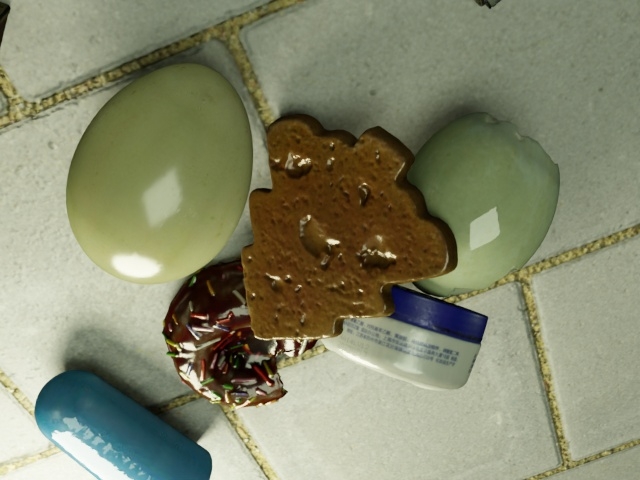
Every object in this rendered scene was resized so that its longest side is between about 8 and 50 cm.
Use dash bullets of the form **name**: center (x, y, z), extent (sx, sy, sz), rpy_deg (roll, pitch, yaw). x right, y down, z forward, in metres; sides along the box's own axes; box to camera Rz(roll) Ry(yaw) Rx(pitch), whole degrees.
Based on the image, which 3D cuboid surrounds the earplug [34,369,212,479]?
- **earplug**: center (-0.295, 0.290, 1.004), extent (0.132, 0.132, 0.273), rpy_deg (-34, 119, 12)

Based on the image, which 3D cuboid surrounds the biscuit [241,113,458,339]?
- **biscuit**: center (0.001, 0.000, 0.816), extent (0.278, 0.043, 0.301), rpy_deg (46, 114, 16)

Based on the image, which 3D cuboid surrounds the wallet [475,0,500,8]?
- **wallet**: center (0.228, -0.362, 0.702), extent (0.231, 0.069, 0.170), rpy_deg (-33, 127, 13)

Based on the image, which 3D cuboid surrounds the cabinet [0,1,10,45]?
- **cabinet**: center (-0.408, -0.141, 0.642), extent (0.148, 0.215, 0.175), rpy_deg (18, 118, -20)

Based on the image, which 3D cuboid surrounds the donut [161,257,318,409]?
- **donut**: center (-0.104, 0.133, 0.948), extent (0.230, 0.096, 0.216), rpy_deg (-42, 120, 18)

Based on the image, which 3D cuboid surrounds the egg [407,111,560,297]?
- **egg**: center (0.177, -0.033, 0.831), extent (0.183, 0.183, 0.217), rpy_deg (35, 95, -28)

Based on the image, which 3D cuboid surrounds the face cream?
- **face cream**: center (0.104, 0.115, 0.895), extent (0.206, 0.206, 0.111), rpy_deg (20, 90, -22)

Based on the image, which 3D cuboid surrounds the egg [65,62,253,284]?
- **egg**: center (-0.169, -0.070, 0.749), extent (0.188, 0.188, 0.253), rpy_deg (23, 108, -23)
